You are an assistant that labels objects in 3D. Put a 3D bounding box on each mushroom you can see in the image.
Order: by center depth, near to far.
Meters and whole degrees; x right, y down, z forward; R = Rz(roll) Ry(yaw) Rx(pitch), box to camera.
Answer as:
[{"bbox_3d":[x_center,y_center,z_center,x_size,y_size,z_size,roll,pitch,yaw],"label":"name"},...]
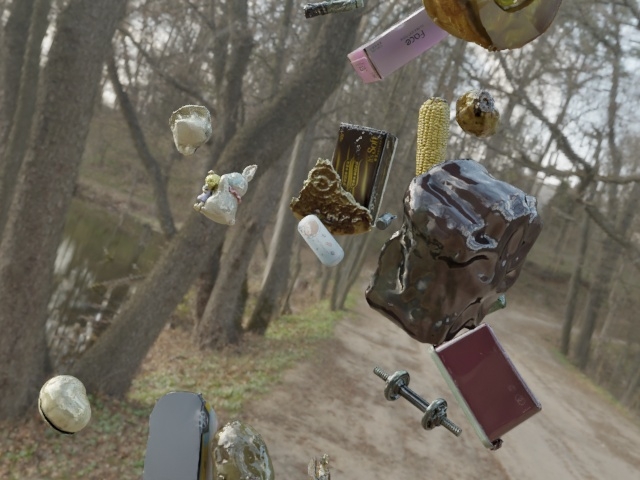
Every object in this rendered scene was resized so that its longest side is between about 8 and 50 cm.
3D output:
[{"bbox_3d":[-0.658,0.423,1.710,0.154,0.122,0.154,54,8,-11],"label":"mushroom"}]

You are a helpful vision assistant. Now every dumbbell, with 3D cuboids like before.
[{"bbox_3d":[0.213,0.358,1.501,0.254,0.082,0.081,32,6,38],"label":"dumbbell"}]

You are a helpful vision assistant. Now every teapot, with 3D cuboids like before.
[{"bbox_3d":[0.238,-0.075,2.440,0.049,0.063,0.083,44,33,4],"label":"teapot"}]

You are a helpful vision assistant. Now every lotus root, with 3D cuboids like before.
[{"bbox_3d":[0.379,-0.295,1.599,0.110,0.097,0.258,59,15,11],"label":"lotus root"}]

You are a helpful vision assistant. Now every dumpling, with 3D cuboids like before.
[{"bbox_3d":[-0.438,-0.370,2.204,0.150,0.092,0.176,31,-35,4],"label":"dumpling"}]

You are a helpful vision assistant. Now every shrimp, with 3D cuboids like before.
[{"bbox_3d":[0.000,0.737,2.071,0.051,0.133,0.187,-12,27,10],"label":"shrimp"}]

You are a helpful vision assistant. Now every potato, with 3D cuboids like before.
[{"bbox_3d":[-0.200,0.594,1.720,0.164,0.262,0.165,-5,-30,-3],"label":"potato"}]

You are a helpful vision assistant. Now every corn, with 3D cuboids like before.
[{"bbox_3d":[0.364,-0.315,2.184,0.106,0.305,0.106,6,-5,1],"label":"corn"}]

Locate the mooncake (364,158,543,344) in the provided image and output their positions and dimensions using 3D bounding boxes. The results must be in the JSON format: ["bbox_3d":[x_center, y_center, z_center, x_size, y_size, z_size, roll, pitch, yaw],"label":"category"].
[{"bbox_3d":[0.288,0.025,1.379,0.212,0.350,0.381,37,-37,30],"label":"mooncake"}]

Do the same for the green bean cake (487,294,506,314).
[{"bbox_3d":[0.427,0.086,2.068,0.300,0.169,0.308,65,5,0],"label":"green bean cake"}]

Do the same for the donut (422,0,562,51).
[{"bbox_3d":[0.344,-0.524,1.271,0.330,0.330,0.160,22,22,-26],"label":"donut"}]

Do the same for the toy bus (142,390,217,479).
[{"bbox_3d":[-0.371,0.605,1.777,0.171,0.386,0.162,-6,-31,8],"label":"toy bus"}]

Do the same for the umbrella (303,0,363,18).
[{"bbox_3d":[0.040,-0.731,2.089,0.188,0.046,0.050,-10,6,4],"label":"umbrella"}]

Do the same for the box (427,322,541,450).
[{"bbox_3d":[0.411,0.352,1.654,0.294,0.167,0.193,60,9,22],"label":"box"}]

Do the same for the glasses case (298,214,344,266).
[{"bbox_3d":[0.000,0.000,1.886,0.178,0.067,0.045,52,2,32],"label":"glasses case"}]

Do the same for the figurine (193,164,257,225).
[{"bbox_3d":[-0.331,-0.185,2.360,0.155,0.236,0.127,23,-18,5],"label":"figurine"}]

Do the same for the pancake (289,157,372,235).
[{"bbox_3d":[0.034,-0.137,2.102,0.265,0.245,0.057,0,5,9],"label":"pancake"}]

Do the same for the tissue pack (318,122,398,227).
[{"bbox_3d":[0.152,-0.250,2.531,0.210,0.370,0.198,16,5,25],"label":"tissue pack"}]

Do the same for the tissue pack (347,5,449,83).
[{"bbox_3d":[0.204,-0.492,1.650,0.092,0.246,0.148,58,-5,-14],"label":"tissue pack"}]
